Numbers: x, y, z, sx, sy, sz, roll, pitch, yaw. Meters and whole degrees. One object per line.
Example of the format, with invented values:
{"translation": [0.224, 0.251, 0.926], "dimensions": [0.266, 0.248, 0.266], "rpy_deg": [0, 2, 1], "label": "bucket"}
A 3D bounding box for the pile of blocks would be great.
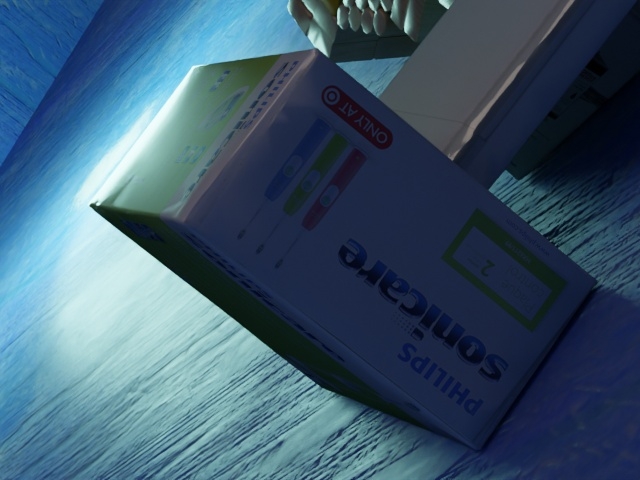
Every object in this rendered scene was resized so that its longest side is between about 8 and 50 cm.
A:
{"translation": [0.099, -0.216, 1.443], "dimensions": [0.362, 0.112, 0.149], "rpy_deg": [4, 100, 63], "label": "pile of blocks"}

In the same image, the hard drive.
{"translation": [0.147, -0.163, 1.165], "dimensions": [0.307, 0.040, 0.203], "rpy_deg": [-52, 16, -4], "label": "hard drive"}

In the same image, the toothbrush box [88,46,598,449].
{"translation": [0.000, 0.000, 1.123], "dimensions": [0.122, 0.206, 0.283], "rpy_deg": [-53, 15, -7], "label": "toothbrush box"}

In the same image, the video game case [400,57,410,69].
{"translation": [0.114, -0.176, 1.558], "dimensions": [0.122, 0.011, 0.087], "rpy_deg": [-50, 15, 7], "label": "video game case"}

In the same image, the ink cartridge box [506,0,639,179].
{"translation": [0.155, -0.119, 1.224], "dimensions": [0.135, 0.056, 0.099], "rpy_deg": [-44, 17, 27], "label": "ink cartridge box"}
